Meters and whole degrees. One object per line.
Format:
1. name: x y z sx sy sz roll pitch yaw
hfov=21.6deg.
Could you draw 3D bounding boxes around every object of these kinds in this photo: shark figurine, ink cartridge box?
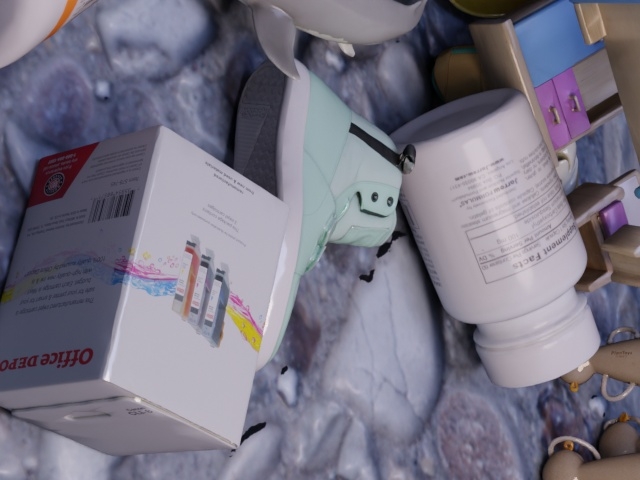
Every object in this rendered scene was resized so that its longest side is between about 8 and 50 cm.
1. shark figurine: 0.031 -0.204 1.288 0.278 0.116 0.166 6 47 -42
2. ink cartridge box: -0.120 0.039 1.088 0.127 0.128 0.176 34 59 -40

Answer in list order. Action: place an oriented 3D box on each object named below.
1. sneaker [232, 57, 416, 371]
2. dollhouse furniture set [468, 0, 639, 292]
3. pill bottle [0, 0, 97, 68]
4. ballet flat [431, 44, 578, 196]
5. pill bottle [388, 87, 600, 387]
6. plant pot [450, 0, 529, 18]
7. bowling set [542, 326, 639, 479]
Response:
1. sneaker: 0.000 -0.001 1.254 0.151 0.094 0.256 30 58 -34
2. dollhouse furniture set: 0.318 -0.110 1.367 0.198 0.303 0.286 -30 111 -25
3. pill bottle: -0.147 -0.287 1.055 0.392 0.224 0.224 -48 117 -44
4. ballet flat: 0.187 -0.090 1.510 0.232 0.073 0.080 44 50 -34
5. pill bottle: 0.150 0.000 1.403 0.131 0.131 0.229 -38 111 -46
6. plant pot: 0.162 -0.279 1.498 0.134 0.134 0.095 23 40 -44
7. bowling set: 0.295 0.241 1.539 0.200 0.154 0.287 54 42 -52
